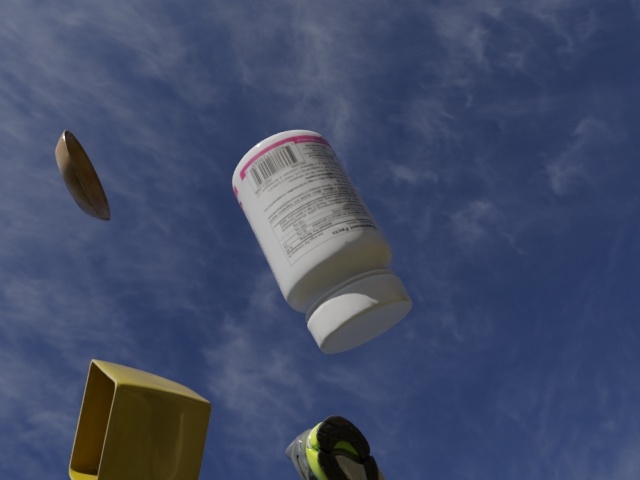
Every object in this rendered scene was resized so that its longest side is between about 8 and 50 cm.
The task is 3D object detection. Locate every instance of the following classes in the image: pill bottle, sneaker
[{"bbox_3d":[0.000,0.000,0.766,0.160,0.283,0.160,-22,-25,-11],"label":"pill bottle"},{"bbox_3d":[0.054,0.404,0.833,0.121,0.111,0.300,-30,-92,48],"label":"sneaker"}]

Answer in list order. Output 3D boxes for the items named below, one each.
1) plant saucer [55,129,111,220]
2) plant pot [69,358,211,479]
[{"bbox_3d":[-0.204,-0.052,0.472,0.015,0.083,0.083,-22,-66,-8],"label":"plant saucer"},{"bbox_3d":[-0.318,0.343,0.996,0.187,0.212,0.212,13,-97,-32],"label":"plant pot"}]
